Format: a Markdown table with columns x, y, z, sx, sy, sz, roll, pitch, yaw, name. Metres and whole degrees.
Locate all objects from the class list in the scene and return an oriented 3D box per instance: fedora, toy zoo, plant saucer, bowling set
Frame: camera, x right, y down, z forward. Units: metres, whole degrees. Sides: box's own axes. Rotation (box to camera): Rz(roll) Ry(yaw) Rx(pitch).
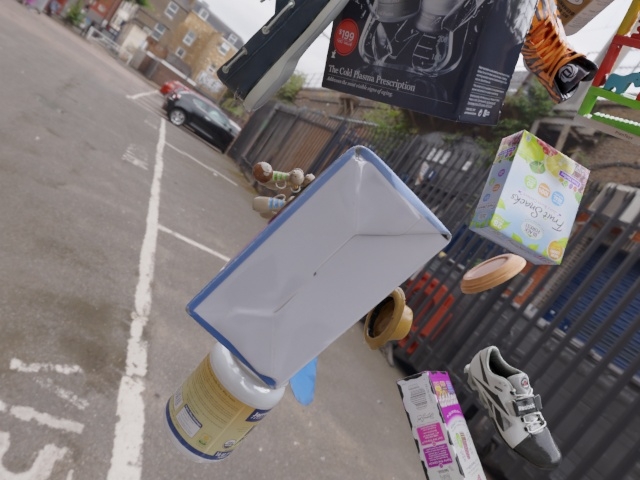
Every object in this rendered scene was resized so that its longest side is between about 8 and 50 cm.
| x | y | z | sx | sy | sz | roll | pitch | yaw | name |
| --- | --- | --- | --- | --- | --- | --- | --- | --- | --- |
| 0.196 | 0.224 | 1.162 | 0.079 | 0.194 | 0.194 | 26 | 8 | -14 | fedora |
| 0.582 | -0.305 | 0.692 | 0.030 | 0.293 | 0.192 | -22 | 46 | -33 | toy zoo |
| 0.503 | 0.092 | 1.246 | 0.037 | 0.200 | 0.200 | 60 | 6 | -1 | plant saucer |
| -0.097 | -0.118 | 1.130 | 0.154 | 0.287 | 0.200 | 2 | -27 | 3 | bowling set |

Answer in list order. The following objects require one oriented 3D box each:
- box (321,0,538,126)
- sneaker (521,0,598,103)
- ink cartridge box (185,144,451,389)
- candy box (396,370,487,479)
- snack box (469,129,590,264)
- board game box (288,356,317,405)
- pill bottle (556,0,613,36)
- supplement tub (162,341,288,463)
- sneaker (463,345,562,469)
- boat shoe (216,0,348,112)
| x | y | z | sx | sy | sz | roll | pitch | yaw | name |
| --- | --- | --- | --- | --- | --- | --- | --- | --- | --- |
| 0.201 | -0.417 | 0.809 | 0.179 | 0.312 | 0.343 | -11 | 31 | -45 | box |
| 0.479 | -0.405 | 0.865 | 0.321 | 0.124 | 0.180 | 17 | 44 | -43 | sneaker |
| 0.000 | 0.000 | 0.634 | 0.151 | 0.270 | 0.395 | 47 | 9 | -5 | ink cartridge box |
| 0.236 | 0.376 | 0.805 | 0.159 | 0.071 | 0.233 | 29 | 40 | -56 | candy box |
| 0.410 | -0.079 | 0.821 | 0.175 | 0.207 | 0.070 | 25 | -9 | -13 | snack box |
| -0.050 | 0.265 | 0.905 | 0.133 | 0.033 | 0.168 | 59 | 26 | -43 | board game box |
| 0.606 | -0.574 | 1.011 | 0.131 | 0.131 | 0.229 | 34 | -21 | -4 | pill bottle |
| -0.239 | 0.401 | 1.120 | 0.228 | 0.316 | 0.228 | 39 | 10 | -8 | supplement tub |
| 0.523 | 0.435 | 1.127 | 0.123 | 0.146 | 0.330 | -9 | 45 | -26 | sneaker |
| -0.033 | -0.277 | 0.522 | 0.079 | 0.254 | 0.095 | 43 | 29 | -10 | boat shoe |
